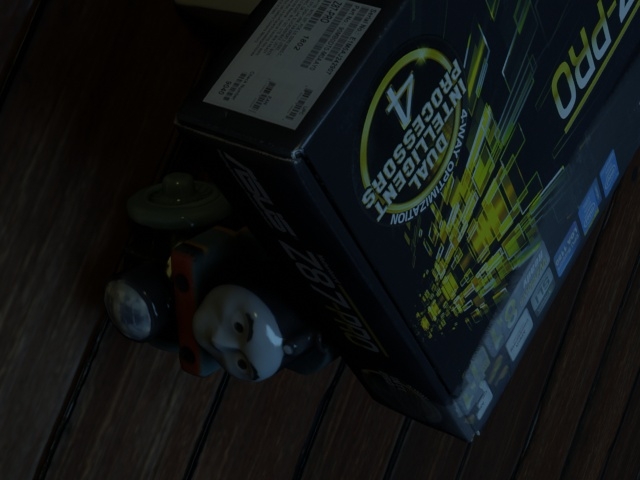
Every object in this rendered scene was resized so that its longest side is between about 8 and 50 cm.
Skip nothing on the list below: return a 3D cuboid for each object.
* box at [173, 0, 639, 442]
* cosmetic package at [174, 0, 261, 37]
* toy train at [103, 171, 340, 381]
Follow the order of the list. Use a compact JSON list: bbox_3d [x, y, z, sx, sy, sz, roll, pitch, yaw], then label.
[{"bbox_3d":[0.110,-0.116,0.746,0.395,0.097,0.318,-56,145,-20],"label":"box"},{"bbox_3d":[0.060,-0.305,0.848,0.155,0.197,0.366,18,87,-54],"label":"cosmetic package"},{"bbox_3d":[0.000,0.000,0.893,0.334,0.190,0.142,-29,125,-46],"label":"toy train"}]
